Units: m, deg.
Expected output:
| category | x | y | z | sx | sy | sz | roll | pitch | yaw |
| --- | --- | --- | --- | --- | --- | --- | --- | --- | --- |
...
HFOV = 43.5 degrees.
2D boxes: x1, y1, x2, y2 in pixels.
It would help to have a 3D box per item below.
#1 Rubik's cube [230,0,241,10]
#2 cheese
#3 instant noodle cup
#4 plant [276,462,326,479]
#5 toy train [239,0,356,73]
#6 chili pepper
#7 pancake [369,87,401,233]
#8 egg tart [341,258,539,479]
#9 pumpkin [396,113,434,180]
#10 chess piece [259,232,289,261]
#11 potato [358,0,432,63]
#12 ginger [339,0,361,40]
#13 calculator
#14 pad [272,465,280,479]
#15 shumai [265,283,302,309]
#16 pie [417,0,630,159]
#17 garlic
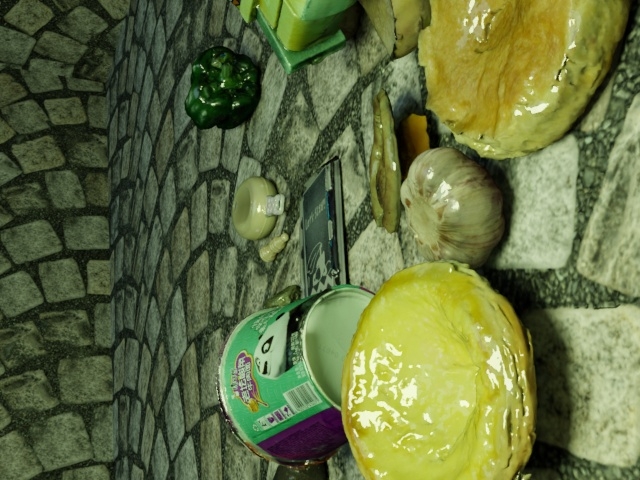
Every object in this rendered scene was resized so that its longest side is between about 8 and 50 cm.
| category | x | y | z | sx | sy | sz | roll | pitch | yaw |
| --- | --- | --- | --- | --- | --- | --- | --- | --- | --- |
| Rubik's cube | -0.154 | -0.574 | 1.783 | 0.133 | 0.112 | 0.133 | -173 | 90 | -66 |
| cheese | -0.121 | -0.069 | 1.666 | 0.227 | 0.065 | 0.137 | -2 | 85 | 64 |
| instant noodle cup | 0.004 | 0.184 | 1.148 | 0.190 | 0.251 | 0.251 | -35 | 53 | 49 |
| plant | -0.032 | 0.413 | 1.339 | 0.092 | 0.095 | 0.143 | -32 | 51 | 47 |
| toy train | -0.044 | -0.411 | 1.174 | 0.253 | 0.160 | 0.397 | 59 | 168 | 2 |
| chili pepper | -0.217 | -0.349 | 1.815 | 0.261 | 0.165 | 0.173 | -37 | 34 | 63 |
| pancake | 0.094 | -0.114 | 1.164 | 0.235 | 0.029 | 0.211 | 163 | 104 | -88 |
| egg tart | 0.148 | 0.174 | 0.936 | 0.315 | 0.120 | 0.314 | -15 | 71 | 51 |
| pumpkin | 0.134 | -0.130 | 1.135 | 0.074 | 0.054 | 0.083 | 128 | 135 | -79 |
| chess piece | -0.089 | 0.010 | 1.616 | 0.092 | 0.035 | 0.035 | -41 | 48 | 52 |
| potato | 0.101 | -0.386 | 1.162 | 0.138 | 0.098 | 0.243 | 91 | 158 | -57 |
| ginger | -0.011 | -0.485 | 1.432 | 0.245 | 0.155 | 0.303 | -11 | 83 | 57 |
| calculator | 0.001 | 0.000 | 1.431 | 0.166 | 0.028 | 0.273 | 138 | 134 | -60 |
| pad | -0.085 | 0.523 | 1.535 | 0.112 | 0.003 | 0.157 | -119 | 41 | -51 |
| shumai | -0.057 | 0.132 | 1.505 | 0.080 | 0.082 | 0.083 | 56 | 168 | -4 |
| pie | 0.223 | -0.258 | 0.932 | 0.339 | 0.083 | 0.339 | -23 | 64 | 60 |
| garlic | 0.165 | -0.039 | 0.989 | 0.147 | 0.102 | 0.159 | -8 | 101 | 63 |
